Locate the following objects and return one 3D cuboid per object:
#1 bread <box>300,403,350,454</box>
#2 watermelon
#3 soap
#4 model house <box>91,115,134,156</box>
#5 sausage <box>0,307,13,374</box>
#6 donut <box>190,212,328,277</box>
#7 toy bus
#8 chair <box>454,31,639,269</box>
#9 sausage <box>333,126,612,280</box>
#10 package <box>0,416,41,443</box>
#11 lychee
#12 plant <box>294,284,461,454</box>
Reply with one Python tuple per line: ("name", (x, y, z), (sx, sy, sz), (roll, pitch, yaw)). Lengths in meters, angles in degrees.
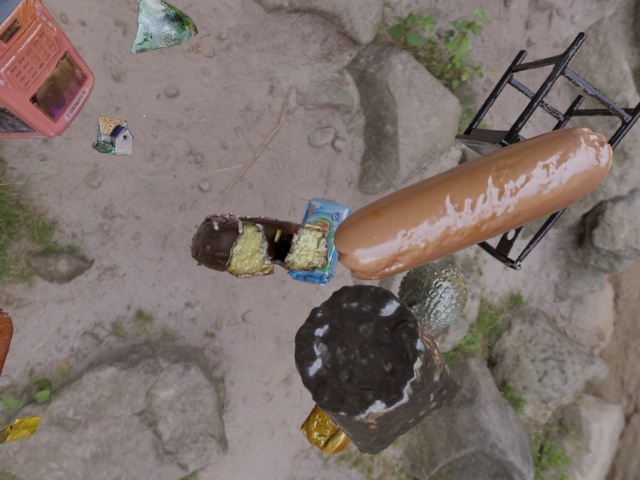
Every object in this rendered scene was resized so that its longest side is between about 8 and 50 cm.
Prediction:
("bread", (0.062, 0.459, 1.147), (0.132, 0.294, 0.167), (23, 102, 17))
("watermelon", (-0.329, -0.447, 0.849), (0.155, 0.080, 0.101), (-17, 116, -24))
("soap", (0.000, 0.000, 1.322), (0.077, 0.156, 0.293), (39, 66, -66))
("model house", (-0.599, -0.303, 1.179), (0.087, 0.100, 0.100), (-1, 109, -47))
("sausage", (-0.630, 0.279, 0.702), (0.102, 0.102, 0.330), (12, 67, -26))
("donut", (-0.162, 0.005, 1.021), (0.345, 0.259, 0.136), (4, 98, -44))
("toy bus", (-0.665, -0.312, 0.755), (0.233, 0.426, 0.203), (64, 36, -56))
("chair", (0.270, -0.111, 0.551), (0.141, 0.154, 0.260), (30, 103, -11))
("sausage", (0.151, -0.036, 0.423), (0.289, 0.086, 0.086), (-23, 115, 3))
("package", (-0.891, 0.562, 1.196), (0.131, 0.047, 0.071), (-28, 152, 23))
("lychee", (0.423, 0.205, 1.532), (0.274, 0.255, 0.255), (-25, 115, -36))
("plant", (0.080, 0.191, 0.590), (0.199, 0.188, 0.276), (-36, 149, -4))
